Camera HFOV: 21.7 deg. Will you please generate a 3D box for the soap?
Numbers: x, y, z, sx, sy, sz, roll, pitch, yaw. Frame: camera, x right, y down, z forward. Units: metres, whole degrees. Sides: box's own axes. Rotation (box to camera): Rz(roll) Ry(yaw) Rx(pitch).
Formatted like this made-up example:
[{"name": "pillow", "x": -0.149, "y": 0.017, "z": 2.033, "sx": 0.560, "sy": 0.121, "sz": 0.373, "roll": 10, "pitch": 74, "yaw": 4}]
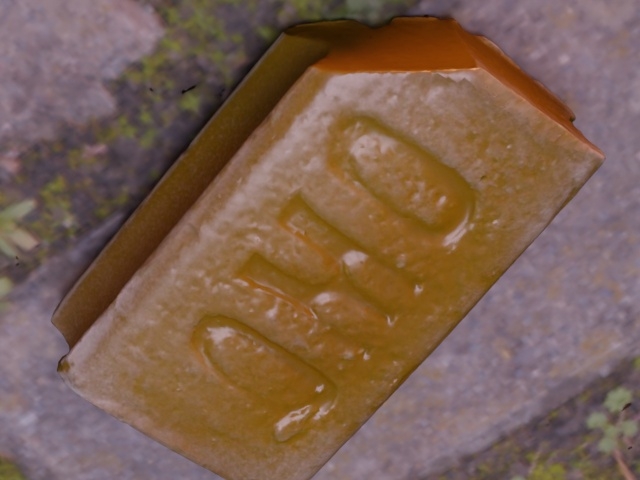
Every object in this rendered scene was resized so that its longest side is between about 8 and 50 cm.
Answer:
[{"name": "soap", "x": 0.000, "y": 0.000, "z": 0.765, "sx": 0.140, "sy": 0.073, "sz": 0.232, "roll": 33, "pitch": 109, "yaw": -27}]
